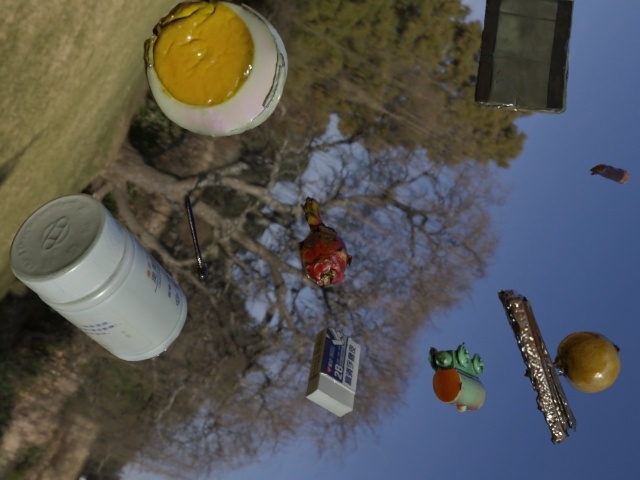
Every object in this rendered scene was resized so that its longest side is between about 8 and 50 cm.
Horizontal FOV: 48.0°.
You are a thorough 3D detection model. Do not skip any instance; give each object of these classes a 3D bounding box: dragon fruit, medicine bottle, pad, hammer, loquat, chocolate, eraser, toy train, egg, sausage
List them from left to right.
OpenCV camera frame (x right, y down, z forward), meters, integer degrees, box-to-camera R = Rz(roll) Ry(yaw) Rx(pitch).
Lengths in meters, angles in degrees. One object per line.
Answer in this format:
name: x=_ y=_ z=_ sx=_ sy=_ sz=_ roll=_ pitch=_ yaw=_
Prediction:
medicine bottle: x=-0.396 y=0.074 z=1.317 sx=0.332 sy=0.190 sz=0.190 roll=63 pitch=41 yaw=-55
hammer: x=-0.265 y=-0.007 z=1.512 sx=0.065 sy=0.021 sz=0.178 roll=-116 pitch=-165 yaw=-75
egg: x=-0.200 y=-0.345 z=1.449 sx=0.174 sy=0.286 sz=0.264 roll=-55 pitch=138 yaw=-77
dragon fruit: x=0.000 y=0.000 z=1.786 sx=0.125 sy=0.125 sz=0.246 roll=101 pitch=-29 yaw=-72
eraser: x=0.035 y=0.345 z=1.900 sx=0.068 sy=0.124 sz=0.210 roll=-38 pitch=-153 yaw=36
toy train: x=0.388 y=0.392 z=2.019 sx=0.116 sy=0.285 sz=0.177 roll=-11 pitch=-112 yaw=24
pad: x=0.392 y=-0.358 z=1.372 sx=0.022 sy=0.174 sz=0.233 roll=59 pitch=39 yaw=-81
chocolate: x=0.438 y=0.249 z=1.452 sx=0.065 sy=0.329 sz=0.102 roll=-21 pitch=-175 yaw=10
loquat: x=0.641 y=0.292 z=1.730 sx=0.163 sy=0.163 sz=0.137 roll=-65 pitch=165 yaw=-4
sausage: x=0.736 y=-0.169 z=1.818 sx=0.036 sy=0.158 sz=0.042 roll=52 pitch=-57 yaw=39
